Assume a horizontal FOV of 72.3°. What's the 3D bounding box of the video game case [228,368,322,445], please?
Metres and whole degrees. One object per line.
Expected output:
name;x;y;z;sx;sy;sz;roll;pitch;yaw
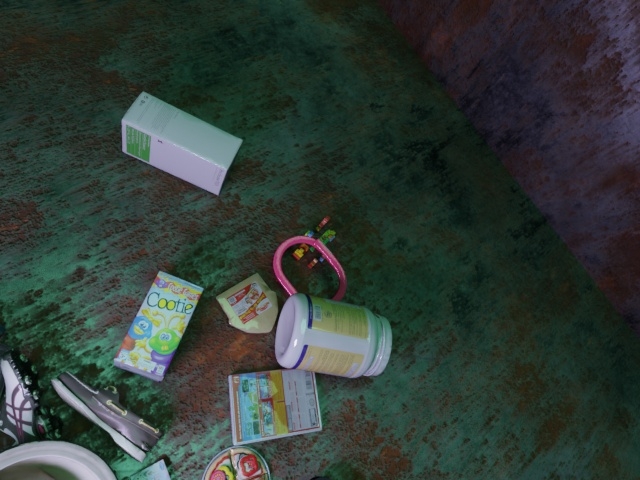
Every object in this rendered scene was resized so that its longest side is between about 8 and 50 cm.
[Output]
video game case;-0.142;0.516;1.388;0.285;0.025;0.204;1;67;-24

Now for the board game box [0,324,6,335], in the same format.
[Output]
board game box;-1.039;0.258;1.084;0.336;0.079;0.253;27;59;-10

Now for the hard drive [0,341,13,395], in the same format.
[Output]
hard drive;-0.818;0.401;1.008;0.064;0.237;0.338;12;66;-17

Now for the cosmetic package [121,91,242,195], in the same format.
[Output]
cosmetic package;-0.483;-0.333;1.536;0.366;0.197;0.155;25;59;-10

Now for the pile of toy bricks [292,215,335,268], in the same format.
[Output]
pile of toy bricks;0.000;0.000;1.643;0.118;0.105;0.212;42;58;-1

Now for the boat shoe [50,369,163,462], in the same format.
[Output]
boat shoe;-0.572;0.456;1.179;0.324;0.116;0.096;43;53;-5

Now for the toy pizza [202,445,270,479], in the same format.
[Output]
toy pizza;-0.238;0.700;1.255;0.201;0.032;0.201;10;63;-20

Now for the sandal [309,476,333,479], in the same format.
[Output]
sandal;0.134;0.859;1.286;0.446;0.107;0.167;36;56;-13

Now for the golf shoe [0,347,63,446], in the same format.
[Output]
golf shoe;-0.748;0.406;1.084;0.120;0.105;0.272;-19;102;-18

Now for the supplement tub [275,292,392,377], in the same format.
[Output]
supplement tub;0.040;0.316;1.433;0.331;0.241;0.241;15;62;-17

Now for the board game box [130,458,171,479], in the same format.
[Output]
board game box;-0.455;0.660;1.186;0.090;0.020;0.090;-19;75;-29

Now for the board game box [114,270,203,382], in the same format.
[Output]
board game box;-0.473;0.255;1.294;0.142;0.144;0.275;24;60;-12

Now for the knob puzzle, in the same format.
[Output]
knob puzzle;-0.230;0.231;1.480;0.213;0.030;0.213;10;62;-20

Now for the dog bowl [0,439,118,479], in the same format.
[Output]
dog bowl;-0.648;0.659;0.943;0.408;0.150;0.408;36;39;-36

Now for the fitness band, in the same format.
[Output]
fitness band;-0.038;0.116;1.557;0.209;0.054;0.291;-39;88;-4
